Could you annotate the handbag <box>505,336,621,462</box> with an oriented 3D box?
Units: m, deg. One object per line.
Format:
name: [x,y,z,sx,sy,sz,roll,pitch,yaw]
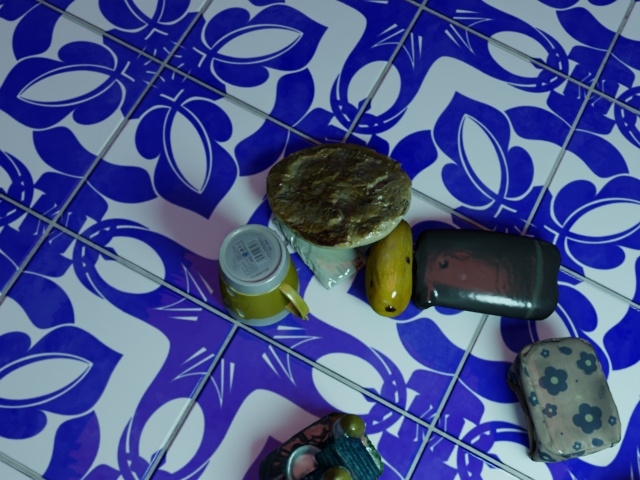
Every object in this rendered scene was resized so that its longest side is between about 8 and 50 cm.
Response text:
handbag: [0.519,0.354,1.884,0.190,0.193,0.252,-9,69,-14]

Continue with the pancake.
pancake: [0.048,-0.112,2.022,0.356,0.065,0.356,-5,47,5]

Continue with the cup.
cup: [-0.120,0.088,1.909,0.241,0.226,0.185,35,71,16]

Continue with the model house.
model house: [0.013,0.465,1.755,0.253,0.291,0.184,-29,80,-14]

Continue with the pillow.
pillow: [0.000,0.000,2.044,0.128,0.051,0.229,-36,77,-13]

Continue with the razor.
razor: [0.384,0.078,2.014,0.349,0.113,0.204,6,72,-3]

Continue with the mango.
mango: [0.158,0.055,1.986,0.108,0.157,0.262,2,54,3]
